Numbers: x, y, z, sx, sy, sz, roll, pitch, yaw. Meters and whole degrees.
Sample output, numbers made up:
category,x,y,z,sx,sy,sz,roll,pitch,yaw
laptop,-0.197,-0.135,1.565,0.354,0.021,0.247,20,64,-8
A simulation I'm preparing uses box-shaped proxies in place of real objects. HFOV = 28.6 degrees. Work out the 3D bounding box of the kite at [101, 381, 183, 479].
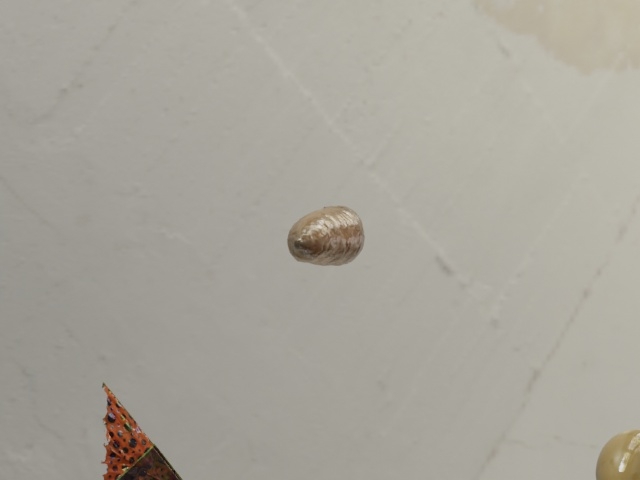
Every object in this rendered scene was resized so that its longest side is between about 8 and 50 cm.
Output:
category,x,y,z,sx,sy,sz,roll,pitch,yaw
kite,-0.144,0.240,1.091,0.125,0.008,0.222,14,-110,-34

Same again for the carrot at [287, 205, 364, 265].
category,x,y,z,sx,sy,sz,roll,pitch,yaw
carrot,0.000,0.000,1.369,0.205,0.072,0.072,-18,-72,-78

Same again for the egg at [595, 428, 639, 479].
category,x,y,z,sx,sy,sz,roll,pitch,yaw
egg,0.343,0.256,1.387,0.096,0.080,0.080,-36,-61,-42
